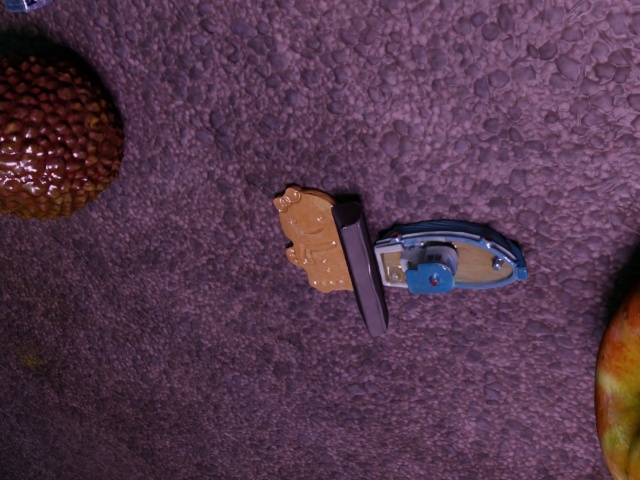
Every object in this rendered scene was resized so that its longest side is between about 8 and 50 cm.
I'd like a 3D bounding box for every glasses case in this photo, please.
[{"bbox_3d":[0.057,0.040,0.917,0.042,0.072,0.191,-14,123,4],"label":"glasses case"}]

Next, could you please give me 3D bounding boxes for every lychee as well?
[{"bbox_3d":[-0.394,-0.138,0.916,0.235,0.271,0.236,-2,117,-4],"label":"lychee"}]

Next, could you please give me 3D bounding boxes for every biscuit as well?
[{"bbox_3d":[0.005,0.003,0.970,0.133,0.027,0.184,6,126,24],"label":"biscuit"}]

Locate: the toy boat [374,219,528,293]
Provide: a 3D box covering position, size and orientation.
[{"bbox_3d":[0.162,0.037,0.870,0.215,0.102,0.088,0,126,25],"label":"toy boat"}]

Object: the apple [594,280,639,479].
[{"bbox_3d":[0.462,0.168,0.679,0.339,0.340,0.340,13,129,17],"label":"apple"}]

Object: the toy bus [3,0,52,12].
[{"bbox_3d":[-0.400,-0.382,0.851,0.047,0.065,0.166,7,127,21],"label":"toy bus"}]
